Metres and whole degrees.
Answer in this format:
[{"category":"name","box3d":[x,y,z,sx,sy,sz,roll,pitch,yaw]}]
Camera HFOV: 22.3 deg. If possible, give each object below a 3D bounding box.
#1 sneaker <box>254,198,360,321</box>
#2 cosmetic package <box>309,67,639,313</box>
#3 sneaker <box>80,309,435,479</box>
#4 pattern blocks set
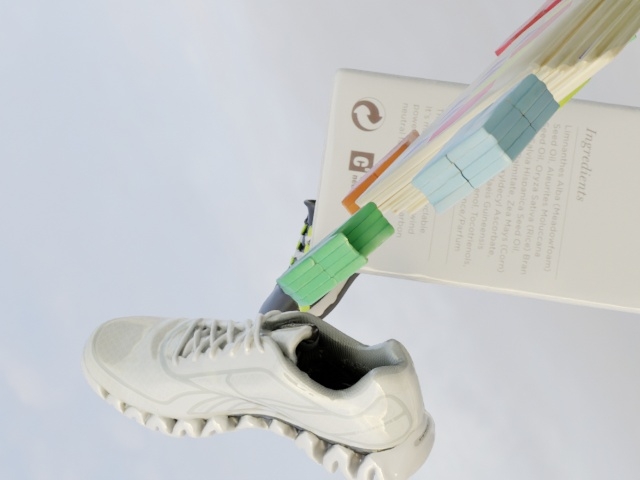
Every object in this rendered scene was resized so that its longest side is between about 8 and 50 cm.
[{"category":"sneaker","box3d":[0.000,0.000,1.712,0.097,0.234,0.084,49,168,-24]},{"category":"cosmetic package","box3d":[0.233,-0.027,1.335,0.230,0.453,0.161,-7,-75,-83]},{"category":"sneaker","box3d":[-0.052,0.096,1.260,0.118,0.292,0.110,82,-155,-46]},{"category":"pattern blocks set","box3d":[0.106,-0.083,0.742,0.026,0.285,0.325,48,-123,-3]}]
